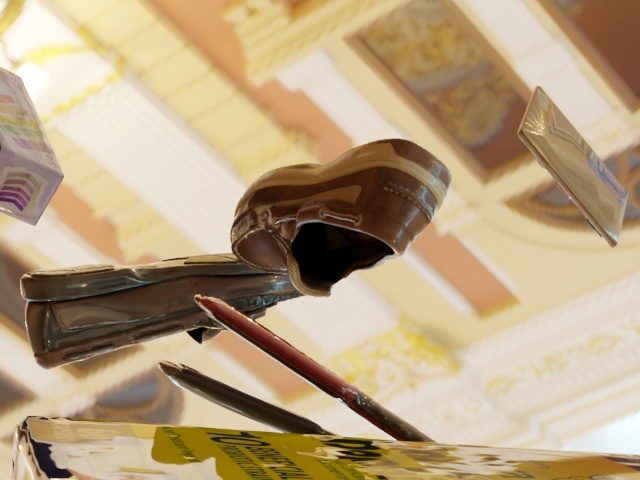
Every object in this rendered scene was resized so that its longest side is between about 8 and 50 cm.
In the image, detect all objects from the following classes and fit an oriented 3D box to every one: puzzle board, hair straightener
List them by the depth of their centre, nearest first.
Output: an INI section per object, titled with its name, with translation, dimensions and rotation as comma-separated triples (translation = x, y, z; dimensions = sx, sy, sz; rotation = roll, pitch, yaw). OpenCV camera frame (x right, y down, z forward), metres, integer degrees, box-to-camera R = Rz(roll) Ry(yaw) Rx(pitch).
[hair straightener]
translation = 0.007, 0.123, 0.865
dimensions = 0.089, 0.230, 0.047
rotation = -58, -164, -6
[puzzle board]
translation = 0.213, -0.062, 1.314
dimensions = 0.011, 0.128, 0.096
rotation = -34, -166, 30

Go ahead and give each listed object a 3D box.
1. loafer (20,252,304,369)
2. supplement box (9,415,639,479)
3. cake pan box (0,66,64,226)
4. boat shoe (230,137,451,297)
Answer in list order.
[loafer]
translation = -0.129, 0.058, 1.363
dimensions = 0.096, 0.267, 0.084
rotation = -171, -102, -65
[supplement box]
translation = 0.033, 0.201, 0.728
dimensions = 0.194, 0.356, 0.195
rotation = -166, -98, -75
[cake pan box]
translation = -0.380, -0.132, 1.474
dimensions = 0.070, 0.245, 0.267
rotation = -58, -151, 15
[boat shoe]
translation = -0.006, -0.004, 1.212
dimensions = 0.257, 0.095, 0.095
rotation = -25, -144, 57
